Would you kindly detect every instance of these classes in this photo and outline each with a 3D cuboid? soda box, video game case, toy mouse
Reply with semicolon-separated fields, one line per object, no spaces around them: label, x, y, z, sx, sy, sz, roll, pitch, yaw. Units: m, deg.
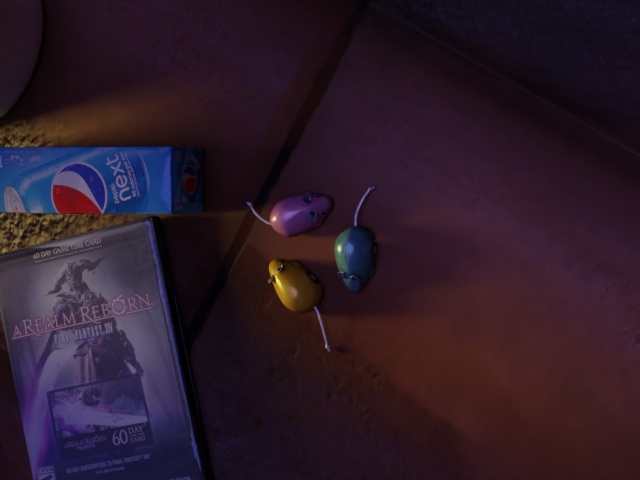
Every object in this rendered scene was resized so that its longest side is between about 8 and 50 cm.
soda box;-0.222;-0.059;1.784;0.210;0.071;0.067;0;92;24
video game case;-0.222;0.129;1.819;0.196;0.026;0.274;-13;88;24
toy mouse;0.000;0.000;1.710;0.143;0.031;0.161;-45;75;19

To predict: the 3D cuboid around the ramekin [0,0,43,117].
ramekin;-0.416;-0.224;1.829;0.277;0.135;0.277;1;92;24
